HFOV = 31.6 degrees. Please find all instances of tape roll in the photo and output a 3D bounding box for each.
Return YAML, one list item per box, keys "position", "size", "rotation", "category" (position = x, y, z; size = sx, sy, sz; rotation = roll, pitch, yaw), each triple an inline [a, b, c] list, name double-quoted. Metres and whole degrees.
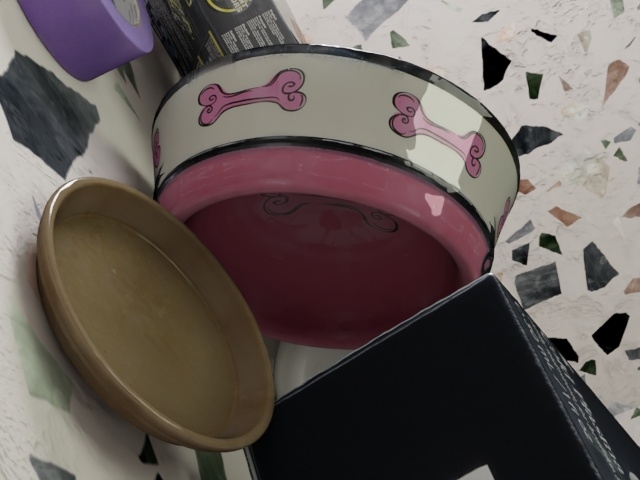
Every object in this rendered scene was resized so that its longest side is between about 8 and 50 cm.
- position: [-0.262, -0.274, 1.230]
  size: [0.189, 0.080, 0.189]
  rotation: [62, 11, -21]
  category: "tape roll"

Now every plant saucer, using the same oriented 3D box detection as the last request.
- position: [-0.144, 0.067, 0.988]
  size: [0.278, 0.041, 0.278]
  rotation: [44, 23, -25]
  category: "plant saucer"

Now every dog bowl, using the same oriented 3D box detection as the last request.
- position: [0.004, -0.021, 1.216]
  size: [0.408, 0.408, 0.150]
  rotation: [55, 36, -49]
  category: "dog bowl"

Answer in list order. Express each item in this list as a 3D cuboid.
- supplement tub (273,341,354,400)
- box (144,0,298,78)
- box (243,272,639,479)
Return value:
- position: [0.072, 0.154, 1.550]
  size: [0.325, 0.235, 0.235]
  rotation: [-50, 116, -79]
  category: "supplement tub"
- position: [-0.106, -0.219, 1.479]
  size: [0.395, 0.097, 0.318]
  rotation: [60, -11, 1]
  category: "box"
- position: [0.215, 0.371, 1.032]
  size: [0.472, 0.297, 0.480]
  rotation: [46, 16, -46]
  category: "box"
